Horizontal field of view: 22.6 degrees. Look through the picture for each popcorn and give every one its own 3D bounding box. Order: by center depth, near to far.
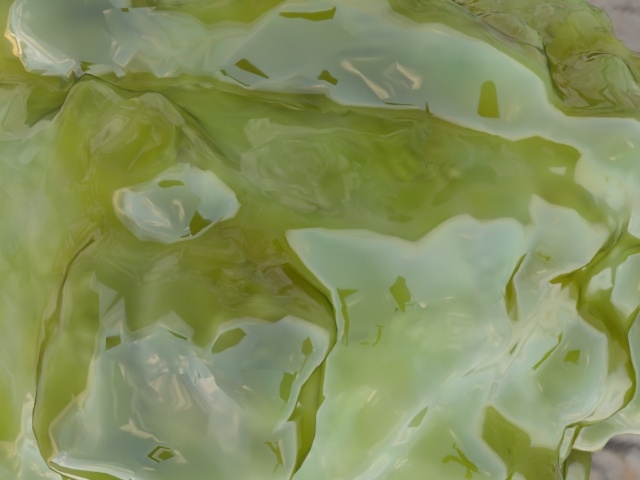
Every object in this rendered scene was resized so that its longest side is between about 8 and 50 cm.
[{"bbox_3d":[0.000,0.000,0.546,0.250,0.242,0.235,6,176,-29],"label":"popcorn"}]
